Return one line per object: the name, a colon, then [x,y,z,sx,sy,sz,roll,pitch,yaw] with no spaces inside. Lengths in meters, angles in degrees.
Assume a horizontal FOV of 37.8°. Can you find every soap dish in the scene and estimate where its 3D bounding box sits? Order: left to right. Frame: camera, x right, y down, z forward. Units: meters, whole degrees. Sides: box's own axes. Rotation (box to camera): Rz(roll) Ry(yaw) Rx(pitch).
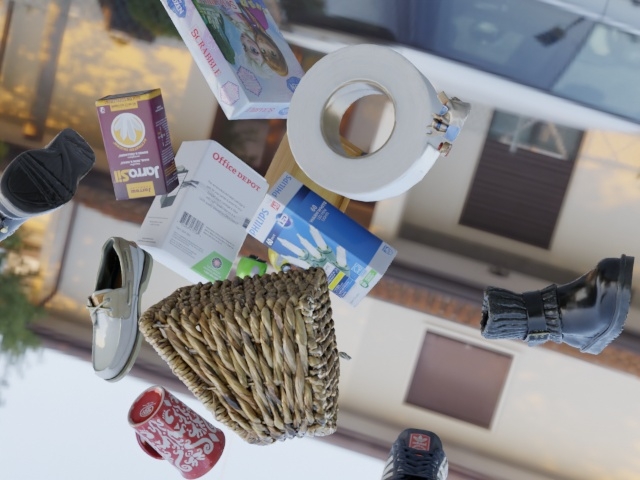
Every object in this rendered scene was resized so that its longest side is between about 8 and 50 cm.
soap dish: [-0.016,-0.156,2.378,0.229,0.291,0.118,31,164,-27]

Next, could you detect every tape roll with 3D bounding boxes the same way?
tape roll: [0.085,-0.217,1.750,0.286,0.286,0.100,19,-179,21]

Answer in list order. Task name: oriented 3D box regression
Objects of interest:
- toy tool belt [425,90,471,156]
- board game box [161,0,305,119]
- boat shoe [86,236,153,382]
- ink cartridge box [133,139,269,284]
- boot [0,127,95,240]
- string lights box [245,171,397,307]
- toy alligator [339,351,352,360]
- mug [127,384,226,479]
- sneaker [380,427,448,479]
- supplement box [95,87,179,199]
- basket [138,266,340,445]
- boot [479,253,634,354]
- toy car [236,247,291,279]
toy tool belt: [0.172,-0.163,1.307,0.051,0.083,0.052,28,-152,6]
board game box: [-0.164,-0.404,1.973,0.318,0.066,0.319,60,-153,7]
boat shoe: [-0.419,0.134,1.876,0.113,0.302,0.103,-17,143,27]
ink cartridge box: [-0.262,-0.060,2.087,0.115,0.273,0.198,5,155,47]
boot: [-0.663,-0.090,2.021,0.138,0.284,0.377,51,-159,-18]
string lights box: [0.000,0.000,1.766,0.260,0.133,0.077,35,-130,0]
toy alligator: [-0.024,0.200,1.805,0.190,0.051,0.056,36,-174,-22]
mug: [-0.287,0.367,1.755,0.169,0.150,0.113,49,-172,-32]
sneaker: [0.161,0.396,1.612,0.131,0.148,0.350,13,168,5]
supplement box: [-0.334,-0.177,1.718,0.104,0.188,0.081,-6,-164,9]
basket: [-0.094,0.165,1.269,0.223,0.213,0.299,-8,-174,4]
boot: [0.461,0.123,1.862,0.260,0.131,0.348,11,149,4]
toy car: [-0.130,0.076,1.998,0.053,0.239,0.225,15,-178,-30]
